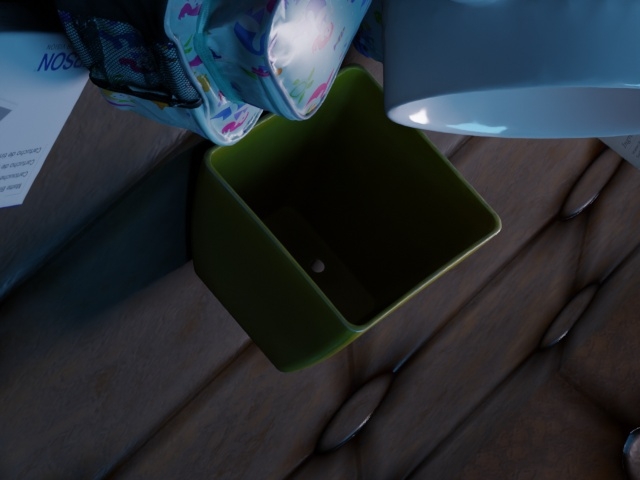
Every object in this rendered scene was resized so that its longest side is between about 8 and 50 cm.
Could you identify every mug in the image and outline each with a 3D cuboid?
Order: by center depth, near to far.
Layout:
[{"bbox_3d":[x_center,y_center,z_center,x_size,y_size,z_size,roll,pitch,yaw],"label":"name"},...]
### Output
[{"bbox_3d":[0.158,-0.262,1.398,0.374,0.276,0.328,7,82,-56],"label":"mug"}]

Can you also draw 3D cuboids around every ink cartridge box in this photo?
[{"bbox_3d":[-0.265,-0.063,1.277,0.223,0.045,0.224,-14,141,-59],"label":"ink cartridge box"}]

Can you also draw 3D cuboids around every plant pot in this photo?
[{"bbox_3d":[0.000,0.000,1.750,0.212,0.212,0.187,-34,169,-35],"label":"plant pot"}]

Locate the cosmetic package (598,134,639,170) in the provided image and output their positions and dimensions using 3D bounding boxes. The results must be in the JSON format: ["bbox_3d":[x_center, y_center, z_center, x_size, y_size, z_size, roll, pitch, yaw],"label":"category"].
[{"bbox_3d":[0.329,-0.189,1.829,0.197,0.365,0.155,-30,155,-48],"label":"cosmetic package"}]

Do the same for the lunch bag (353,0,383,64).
[{"bbox_3d":[0.115,-0.248,1.674,0.176,0.090,0.219,-42,158,-19],"label":"lunch bag"}]

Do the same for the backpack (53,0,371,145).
[{"bbox_3d":[-0.065,-0.184,1.260,0.253,0.191,0.225,85,27,-70],"label":"backpack"}]
